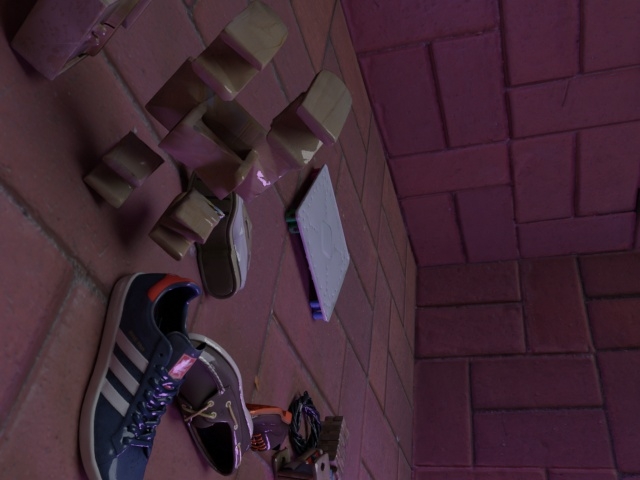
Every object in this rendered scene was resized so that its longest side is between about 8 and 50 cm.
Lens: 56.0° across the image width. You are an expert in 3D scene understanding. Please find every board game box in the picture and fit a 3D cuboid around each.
[{"bbox_3d":[0.000,0.000,1.965,0.390,0.050,0.390,-65,145,-58],"label":"board game box"}]

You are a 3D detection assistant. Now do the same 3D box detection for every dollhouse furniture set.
[{"bbox_3d":[-0.204,-0.241,0.921,0.394,0.362,0.256,44,35,-18],"label":"dollhouse furniture set"},{"bbox_3d":[-0.016,0.581,1.538,0.183,0.129,0.129,-13,97,-60],"label":"dollhouse furniture set"}]

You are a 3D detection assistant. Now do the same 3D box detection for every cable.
[{"bbox_3d":[-0.040,0.525,1.674,0.150,0.047,0.185,-55,137,-64],"label":"cable"}]

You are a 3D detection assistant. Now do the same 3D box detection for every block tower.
[{"bbox_3d":[0.009,0.668,1.711,0.335,0.091,0.097,-72,150,-51],"label":"block tower"}]

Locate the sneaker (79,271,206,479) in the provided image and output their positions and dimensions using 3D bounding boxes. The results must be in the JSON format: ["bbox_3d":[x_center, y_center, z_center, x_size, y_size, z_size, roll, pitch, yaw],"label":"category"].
[{"bbox_3d":[-0.255,0.211,0.916,0.131,0.148,0.350,46,41,-63],"label":"sneaker"}]

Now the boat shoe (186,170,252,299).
[{"bbox_3d":[-0.203,-0.036,1.247,0.103,0.113,0.302,-47,140,-69],"label":"boat shoe"}]

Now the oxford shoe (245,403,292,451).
[{"bbox_3d":[-0.130,0.422,1.346,0.271,0.096,0.098,49,44,-62],"label":"oxford shoe"}]

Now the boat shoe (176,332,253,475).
[{"bbox_3d":[-0.204,0.309,1.114,0.097,0.116,0.324,-78,162,-51],"label":"boat shoe"}]
